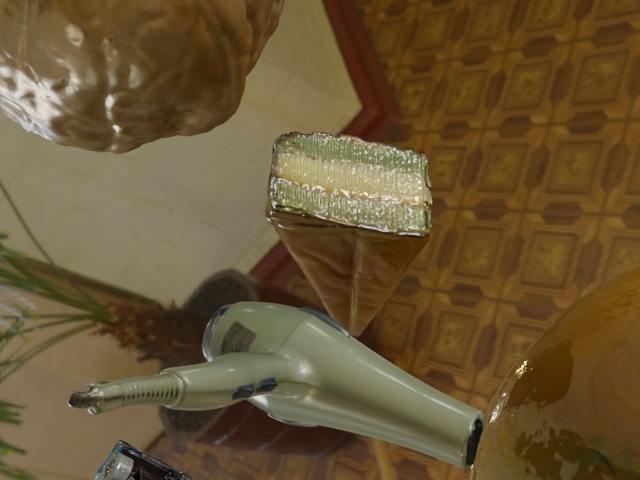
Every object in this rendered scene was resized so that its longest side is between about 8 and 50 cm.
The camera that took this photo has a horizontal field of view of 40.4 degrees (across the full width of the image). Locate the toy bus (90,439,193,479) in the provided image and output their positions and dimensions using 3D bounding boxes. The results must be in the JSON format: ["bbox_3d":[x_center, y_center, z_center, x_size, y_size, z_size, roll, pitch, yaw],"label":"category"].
[{"bbox_3d":[-0.215,0.344,0.953,0.133,0.116,0.234,-51,18,13],"label":"toy bus"}]

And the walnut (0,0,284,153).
[{"bbox_3d":[-0.160,-0.209,0.722,0.313,0.252,0.277,135,159,-78],"label":"walnut"}]

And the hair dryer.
[{"bbox_3d":[-0.004,0.078,0.425,0.167,0.199,0.067,16,94,12],"label":"hair dryer"}]

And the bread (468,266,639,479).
[{"bbox_3d":[0.297,0.213,0.632,0.348,0.253,0.376,-52,53,7],"label":"bread"}]

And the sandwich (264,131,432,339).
[{"bbox_3d":[0.000,0.000,0.645,0.163,0.114,0.079,119,159,-54],"label":"sandwich"}]
